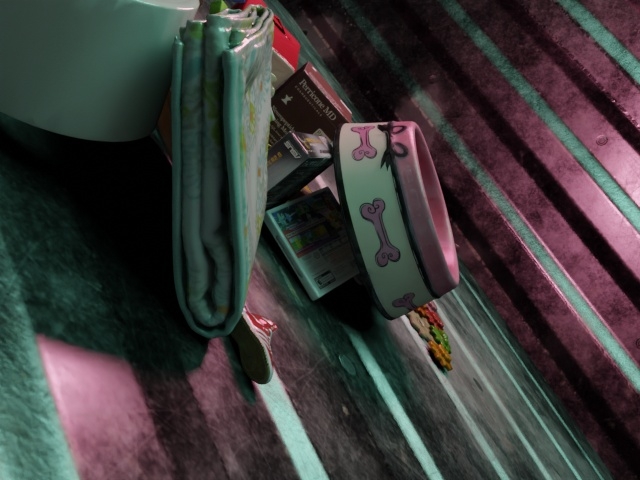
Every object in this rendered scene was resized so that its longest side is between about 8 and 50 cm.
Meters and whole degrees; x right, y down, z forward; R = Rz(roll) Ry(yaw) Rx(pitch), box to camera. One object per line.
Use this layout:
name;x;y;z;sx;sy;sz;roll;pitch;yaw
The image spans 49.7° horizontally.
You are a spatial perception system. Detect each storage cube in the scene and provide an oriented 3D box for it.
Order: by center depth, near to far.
storage cube;-0.178;-0.435;1.626;0.183;0.215;0.193;45;23;-24

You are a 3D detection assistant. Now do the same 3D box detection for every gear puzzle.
gear puzzle;0.280;0.207;1.773;0.175;0.044;0.339;45;17;-24

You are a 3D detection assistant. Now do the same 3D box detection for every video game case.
video game case;0.000;0.000;1.314;0.201;0.023;0.183;-27;84;-50

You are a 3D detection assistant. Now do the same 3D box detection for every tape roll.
tape roll;-0.283;-0.248;0.804;0.246;0.169;0.246;21;26;-11

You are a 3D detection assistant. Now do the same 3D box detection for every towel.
towel;-0.115;-0.109;0.899;0.090;0.374;0.320;5;23;2

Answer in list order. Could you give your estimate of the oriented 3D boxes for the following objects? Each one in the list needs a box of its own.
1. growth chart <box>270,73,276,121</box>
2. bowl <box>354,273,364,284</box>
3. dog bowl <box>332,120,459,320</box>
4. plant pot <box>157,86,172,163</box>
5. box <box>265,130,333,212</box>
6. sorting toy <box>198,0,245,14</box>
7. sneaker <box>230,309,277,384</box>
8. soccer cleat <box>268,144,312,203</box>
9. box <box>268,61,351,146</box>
growth chart;-0.150;-0.230;1.131;0.021;0.172;0.237;29;-53;60
bowl;0.114;0.053;1.552;0.170;0.080;0.170;50;27;-37
dog bowl;0.162;-0.055;1.375;0.408;0.150;0.408;-14;90;-74
plant pot;-0.212;-0.181;1.017;0.236;0.032;0.236;161;-90;-73
box;-0.073;-0.114;1.234;0.056;0.183;0.231;54;16;4
sorting toy;-0.331;-0.520;1.437;0.348;0.047;0.196;9;-2;-17
sneaker;-0.078;0.139;0.908;0.067;0.042;0.118;26;28;-52
soccer cleat;-0.059;-0.083;1.439;0.289;0.093;0.121;45;-14;-7
box;-0.054;-0.288;1.647;0.168;0.203;0.167;47;16;-14
